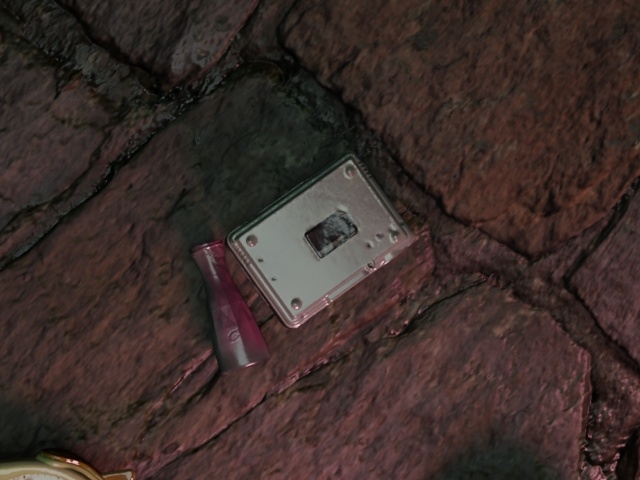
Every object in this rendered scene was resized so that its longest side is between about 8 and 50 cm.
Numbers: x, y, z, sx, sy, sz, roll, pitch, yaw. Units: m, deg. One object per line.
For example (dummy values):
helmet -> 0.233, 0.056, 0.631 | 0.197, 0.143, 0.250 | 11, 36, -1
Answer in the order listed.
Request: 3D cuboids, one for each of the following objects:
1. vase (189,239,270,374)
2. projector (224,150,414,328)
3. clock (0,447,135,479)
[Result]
vase -> -0.154, 0.106, 1.689 | 0.086, 0.086, 0.214 | -19, 86, -3
projector -> 0.000, 0.000, 1.675 | 0.257, 0.099, 0.192 | -35, 92, -9
clock -> -0.447, 0.473, 1.648 | 0.349, 0.117, 0.286 | -13, 90, -4
